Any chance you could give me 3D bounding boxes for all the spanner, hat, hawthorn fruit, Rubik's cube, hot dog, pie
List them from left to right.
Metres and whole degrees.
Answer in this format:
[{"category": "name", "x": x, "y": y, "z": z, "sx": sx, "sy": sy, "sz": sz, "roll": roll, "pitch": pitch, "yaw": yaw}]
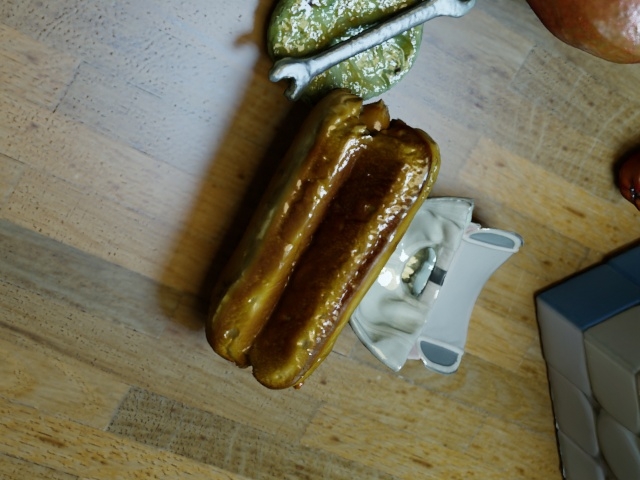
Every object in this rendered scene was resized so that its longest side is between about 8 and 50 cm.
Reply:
[{"category": "hot dog", "x": 0.000, "y": 0.000, "z": 1.904, "sx": 0.158, "sy": 0.117, "sz": 0.349, "roll": 30, "pitch": 106, "yaw": 4}, {"category": "pie", "x": 0.028, "y": -0.229, "z": 1.879, "sx": 0.187, "sy": 0.041, "sz": 0.187, "roll": -13, "pitch": 120, "yaw": -23}, {"category": "spanner", "x": 0.057, "y": -0.220, "z": 1.864, "sx": 0.254, "sy": 0.015, "sz": 0.054, "roll": -28, "pitch": 126, "yaw": -14}, {"category": "hat", "x": 0.124, "y": 0.037, "z": 2.052, "sx": 0.219, "sy": 0.164, "sz": 0.226, "roll": -63, "pitch": 165, "yaw": 8}, {"category": "hawthorn fruit", "x": 0.301, "y": -0.319, "z": 1.891, "sx": 0.261, "sy": 0.224, "sz": 0.224, "roll": 33, "pitch": 95, "yaw": -22}, {"category": "hawthorn fruit", "x": 0.421, "y": -0.081, "z": 2.153, "sx": 0.093, "sy": 0.081, "sz": 0.081, "roll": -36, "pitch": 127, "yaw": -22}, {"category": "Rubik's cube", "x": 0.517, "y": 0.205, "z": 2.186, "sx": 0.344, "sy": 0.347, "sz": 0.346, "roll": -25, "pitch": 124, "yaw": -18}]
